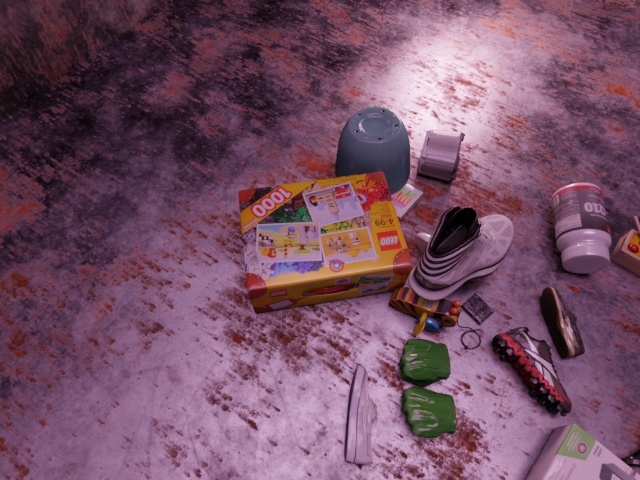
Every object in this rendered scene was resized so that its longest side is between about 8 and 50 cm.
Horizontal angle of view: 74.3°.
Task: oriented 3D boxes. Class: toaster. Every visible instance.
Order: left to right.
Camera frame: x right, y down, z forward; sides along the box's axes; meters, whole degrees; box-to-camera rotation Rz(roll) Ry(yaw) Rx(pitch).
[{"bbox_3d":[0.462,-0.327,1.633,0.146,0.129,0.227,13,63,12],"label":"toaster"}]

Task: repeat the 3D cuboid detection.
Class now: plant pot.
[{"bbox_3d":[0.195,-0.343,1.562,0.292,0.235,0.293,-2,58,4],"label":"plant pot"}]

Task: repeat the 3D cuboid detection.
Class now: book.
[{"bbox_3d":[0.304,-0.148,1.586,0.096,0.035,0.144,36,67,23],"label":"book"}]

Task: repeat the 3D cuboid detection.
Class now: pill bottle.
[{"bbox_3d":[0.897,-0.042,1.452,0.161,0.161,0.284,9,61,4],"label":"pill bottle"}]

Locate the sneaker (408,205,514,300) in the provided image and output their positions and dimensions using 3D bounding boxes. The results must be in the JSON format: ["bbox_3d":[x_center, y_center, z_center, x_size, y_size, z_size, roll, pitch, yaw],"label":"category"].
[{"bbox_3d":[0.467,-0.009,1.253,0.447,0.258,0.169,-30,60,-28],"label":"sneaker"}]

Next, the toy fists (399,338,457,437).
[{"bbox_3d":[0.299,0.422,1.228,0.142,0.096,0.280,8,59,-7],"label":"toy fists"}]

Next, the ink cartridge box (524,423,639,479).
[{"bbox_3d":[0.709,0.651,1.086,0.272,0.115,0.198,38,67,19],"label":"ink cartridge box"}]

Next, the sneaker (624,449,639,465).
[{"bbox_3d":[0.914,0.577,1.170,0.170,0.051,0.089,4,60,-3],"label":"sneaker"}]

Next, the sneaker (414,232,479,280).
[{"bbox_3d":[0.458,0.014,1.456,0.255,0.094,0.151,32,70,6],"label":"sneaker"}]

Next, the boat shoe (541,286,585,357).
[{"bbox_3d":[0.768,0.256,1.336,0.073,0.080,0.224,-2,66,-8],"label":"boat shoe"}]

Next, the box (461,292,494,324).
[{"bbox_3d":[0.513,0.224,1.382,0.067,0.018,0.083,-35,67,-18],"label":"box"}]

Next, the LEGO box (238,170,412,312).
[{"bbox_3d":[0.000,0.000,1.405,0.499,0.193,0.373,-9,61,-5],"label":"LEGO box"}]

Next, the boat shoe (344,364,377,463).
[{"bbox_3d":[0.121,0.490,1.197,0.084,0.095,0.259,8,71,0],"label":"boat shoe"}]

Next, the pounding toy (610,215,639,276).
[{"bbox_3d":[1.092,0.020,1.454,0.130,0.100,0.141,35,66,17],"label":"pounding toy"}]

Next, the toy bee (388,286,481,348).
[{"bbox_3d":[0.368,0.208,1.310,0.297,0.162,0.196,6,59,3],"label":"toy bee"}]

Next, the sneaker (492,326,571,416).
[{"bbox_3d":[0.649,0.373,1.253,0.135,0.098,0.276,-29,63,-13],"label":"sneaker"}]
